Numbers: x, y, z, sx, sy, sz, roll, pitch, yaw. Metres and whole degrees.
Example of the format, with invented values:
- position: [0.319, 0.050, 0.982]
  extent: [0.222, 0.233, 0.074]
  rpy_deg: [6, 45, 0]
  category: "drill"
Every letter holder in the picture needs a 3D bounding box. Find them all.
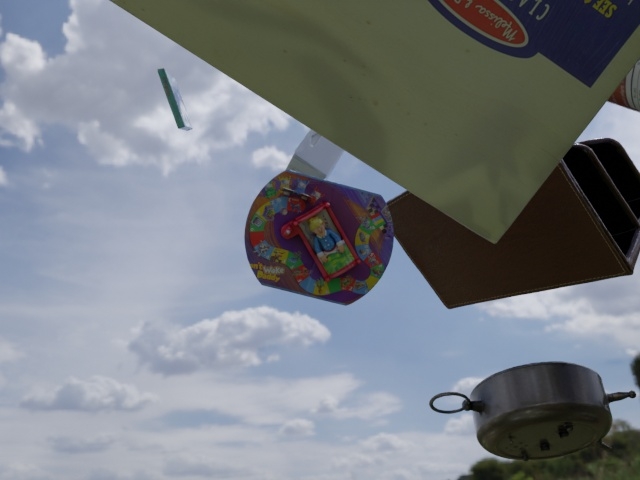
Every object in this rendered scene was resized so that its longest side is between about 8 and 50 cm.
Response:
- position: [0.260, -0.050, 0.993]
  extent: [0.302, 0.152, 0.214]
  rpy_deg: [-20, -64, 49]
  category: "letter holder"

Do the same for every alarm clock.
- position: [0.197, 0.170, 0.695]
  extent: [0.192, 0.064, 0.129]
  rpy_deg: [10, -38, -11]
  category: "alarm clock"

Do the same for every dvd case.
- position: [-0.213, -0.205, 1.049]
  extent: [0.013, 0.087, 0.119]
  rpy_deg: [-19, 8, -3]
  category: "dvd case"

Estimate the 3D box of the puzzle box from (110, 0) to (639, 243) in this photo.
- position: [0.006, -0.212, 0.376]
  extent: [0.409, 0.052, 0.272]
  rpy_deg: [32, -73, -8]
  category: "puzzle box"

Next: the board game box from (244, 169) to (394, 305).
- position: [0.000, 0.000, 0.786]
  extent: [0.169, 0.133, 0.033]
  rpy_deg: [15, 4, -6]
  category: "board game box"

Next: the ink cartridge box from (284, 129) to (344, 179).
- position: [-0.019, -0.096, 1.027]
  extent: [0.056, 0.099, 0.135]
  rpy_deg: [33, -39, -1]
  category: "ink cartridge box"

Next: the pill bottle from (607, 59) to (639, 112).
- position: [0.352, -0.173, 0.684]
  extent: [0.121, 0.216, 0.121]
  rpy_deg: [-21, -52, -30]
  category: "pill bottle"
